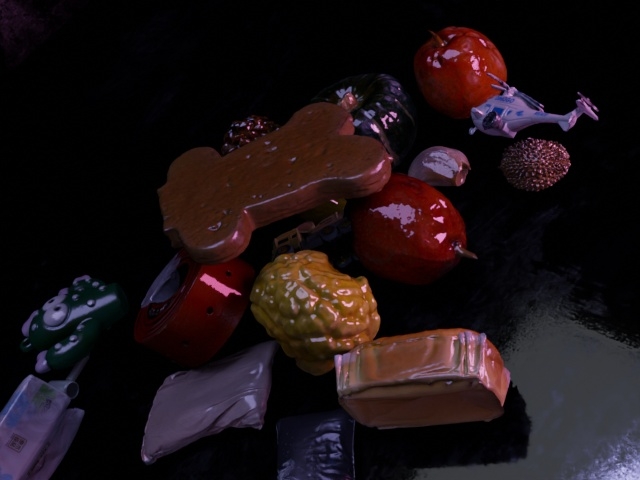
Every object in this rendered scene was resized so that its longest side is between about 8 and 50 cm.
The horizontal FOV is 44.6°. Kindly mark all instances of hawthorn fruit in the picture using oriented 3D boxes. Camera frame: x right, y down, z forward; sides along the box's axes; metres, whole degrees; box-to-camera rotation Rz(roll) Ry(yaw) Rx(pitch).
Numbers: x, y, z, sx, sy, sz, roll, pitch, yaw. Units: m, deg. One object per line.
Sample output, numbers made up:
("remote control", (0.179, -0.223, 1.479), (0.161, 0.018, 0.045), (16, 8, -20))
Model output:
("hawthorn fruit", (0.270, -0.351, 1.563), (0.179, 0.200, 0.179), (-23, 37, 19))
("hawthorn fruit", (0.165, -0.015, 1.337), (0.251, 0.190, 0.190), (21, 64, 30))

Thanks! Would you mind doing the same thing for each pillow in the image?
("pillow", (-0.007, 0.352, 1.184), (0.141, 0.055, 0.208), (-13, 45, 14))
("pillow", (-0.190, 0.281, 1.364), (0.270, 0.067, 0.173), (-21, 42, 20))

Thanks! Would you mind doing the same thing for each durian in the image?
("durian", (0.372, -0.148, 1.402), (0.140, 0.071, 0.110), (3, 52, 42))

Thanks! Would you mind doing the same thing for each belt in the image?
("belt", (-0.236, 0.112, 1.439), (0.227, 0.115, 0.323), (-62, 20, -17))

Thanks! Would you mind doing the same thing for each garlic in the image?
("garlic", (0.217, -0.142, 1.498), (0.152, 0.066, 0.084), (1, 54, 31))

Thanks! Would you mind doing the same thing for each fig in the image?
("fig", (-0.005, -0.077, 1.567), (0.177, 0.117, 0.117), (10, 57, 27))

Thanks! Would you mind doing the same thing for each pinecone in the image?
("pinecone", (-0.144, -0.203, 1.738), (0.173, 0.174, 0.174), (-18, 43, 18))

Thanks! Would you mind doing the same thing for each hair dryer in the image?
("hair dryer", (-0.513, 0.273, 1.618), (0.063, 0.038, 0.124), (-4, 44, 31))

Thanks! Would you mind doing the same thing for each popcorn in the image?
("popcorn", (-0.013, 0.130, 1.294), (0.225, 0.203, 0.200), (8, 27, 9))

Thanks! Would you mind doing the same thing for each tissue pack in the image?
("tissue pack", (-0.563, 0.394, 1.474), (0.159, 0.145, 0.229), (-33, 25, 58))

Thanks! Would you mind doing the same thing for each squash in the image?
("squash", (0.079, -0.233, 1.602), (0.252, 0.165, 0.252), (-19, 44, 20))

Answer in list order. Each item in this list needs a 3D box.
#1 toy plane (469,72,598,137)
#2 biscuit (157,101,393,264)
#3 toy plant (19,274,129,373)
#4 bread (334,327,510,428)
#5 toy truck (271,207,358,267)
("toy plane", (0.374, -0.218, 1.409), (0.273, 0.182, 0.107), (29, 90, 42))
("biscuit", (-0.097, -0.107, 1.387), (0.393, 0.076, 0.368), (-26, 34, -6))
("toy plant", (-0.531, 0.172, 1.664), (0.243, 0.113, 0.232), (-42, 39, -22))
("bread", (0.149, 0.206, 1.159), (0.241, 0.136, 0.107), (-12, 46, 26))
("toy truck", (0.000, 0.000, 1.496), (0.191, 0.085, 0.116), (-24, 32, 8))
